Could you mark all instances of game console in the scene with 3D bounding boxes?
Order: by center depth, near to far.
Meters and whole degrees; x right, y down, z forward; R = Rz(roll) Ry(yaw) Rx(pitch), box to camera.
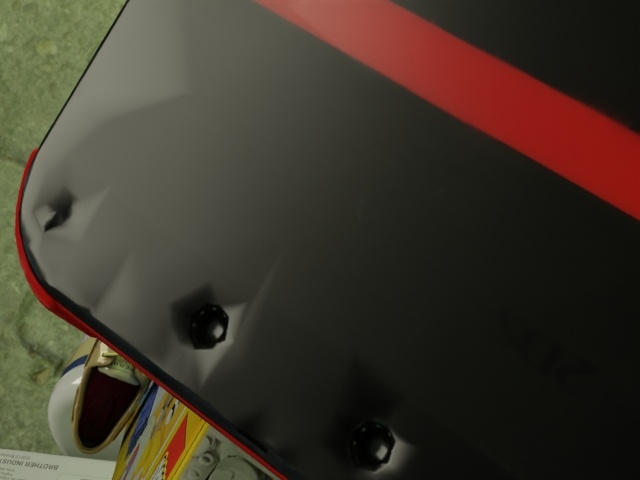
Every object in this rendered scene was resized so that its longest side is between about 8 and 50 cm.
[{"bbox_3d":[0.069,-0.045,0.761,0.342,0.386,0.060,-58,-32,1],"label":"game console"}]

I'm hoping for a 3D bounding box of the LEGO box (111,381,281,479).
[{"bbox_3d":[0.041,0.055,1.084,0.372,0.193,0.500,-59,6,7],"label":"LEGO box"}]

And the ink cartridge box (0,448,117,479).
[{"bbox_3d":[-0.340,0.424,2.030,0.395,0.270,0.151,-64,-31,-43],"label":"ink cartridge box"}]

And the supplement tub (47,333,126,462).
[{"bbox_3d":[-0.160,0.129,2.186,0.228,0.228,0.316,-54,9,48],"label":"supplement tub"}]

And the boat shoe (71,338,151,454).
[{"bbox_3d":[-0.126,0.080,1.210,0.045,0.050,0.135,-89,18,-70],"label":"boat shoe"}]
